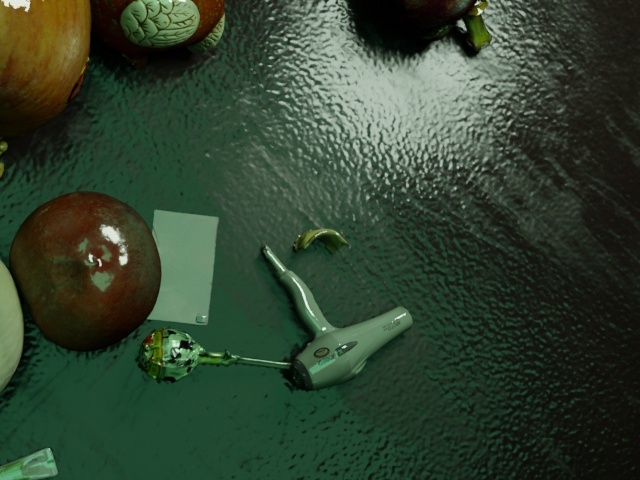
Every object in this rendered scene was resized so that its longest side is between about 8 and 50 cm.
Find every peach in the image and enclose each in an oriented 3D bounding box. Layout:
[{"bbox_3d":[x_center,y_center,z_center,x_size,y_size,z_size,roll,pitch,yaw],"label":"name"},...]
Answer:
[{"bbox_3d":[-0.364,0.044,1.807,0.252,0.252,0.252,1,83,-10],"label":"peach"}]

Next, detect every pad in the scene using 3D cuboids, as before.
[{"bbox_3d":[-0.236,0.045,1.944,0.113,0.006,0.188,7,81,-9],"label":"pad"}]

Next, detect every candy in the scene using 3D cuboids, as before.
[{"bbox_3d":[-0.150,0.204,1.911,0.305,0.083,0.091,9,44,-17],"label":"candy"}]

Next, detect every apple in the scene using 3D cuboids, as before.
[{"bbox_3d":[-0.538,-0.339,1.744,0.400,0.400,0.334,6,75,-10],"label":"apple"}]

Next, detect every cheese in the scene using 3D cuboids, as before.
[{"bbox_3d":[0.001,-0.001,1.970,0.084,0.060,0.041,3,82,-17],"label":"cheese"}]

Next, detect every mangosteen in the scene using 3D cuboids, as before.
[{"bbox_3d":[0.214,-0.453,2.003,0.289,0.231,0.231,37,76,-38],"label":"mangosteen"}]

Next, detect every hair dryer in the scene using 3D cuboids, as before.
[{"bbox_3d":[0.036,0.111,1.959,0.229,0.092,0.267,-9,74,-20],"label":"hair dryer"}]

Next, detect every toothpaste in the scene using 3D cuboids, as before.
[{"bbox_3d":[-0.522,0.383,1.838,0.197,0.029,0.048,-16,86,-15],"label":"toothpaste"}]

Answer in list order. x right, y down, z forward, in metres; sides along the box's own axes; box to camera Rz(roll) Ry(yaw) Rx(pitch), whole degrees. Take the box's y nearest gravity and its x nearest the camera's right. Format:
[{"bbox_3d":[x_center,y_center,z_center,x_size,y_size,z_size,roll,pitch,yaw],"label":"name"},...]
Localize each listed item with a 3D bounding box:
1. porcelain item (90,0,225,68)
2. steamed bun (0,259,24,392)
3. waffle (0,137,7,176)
[{"bbox_3d":[-0.281,-0.387,1.911,0.253,0.253,0.253,1,83,-10],"label":"porcelain item"},{"bbox_3d":[-0.614,0.126,1.741,0.333,0.233,0.312,-7,115,4],"label":"steamed bun"},{"bbox_3d":[-0.610,-0.135,1.863,0.192,0.046,0.161,15,82,-23],"label":"waffle"}]
